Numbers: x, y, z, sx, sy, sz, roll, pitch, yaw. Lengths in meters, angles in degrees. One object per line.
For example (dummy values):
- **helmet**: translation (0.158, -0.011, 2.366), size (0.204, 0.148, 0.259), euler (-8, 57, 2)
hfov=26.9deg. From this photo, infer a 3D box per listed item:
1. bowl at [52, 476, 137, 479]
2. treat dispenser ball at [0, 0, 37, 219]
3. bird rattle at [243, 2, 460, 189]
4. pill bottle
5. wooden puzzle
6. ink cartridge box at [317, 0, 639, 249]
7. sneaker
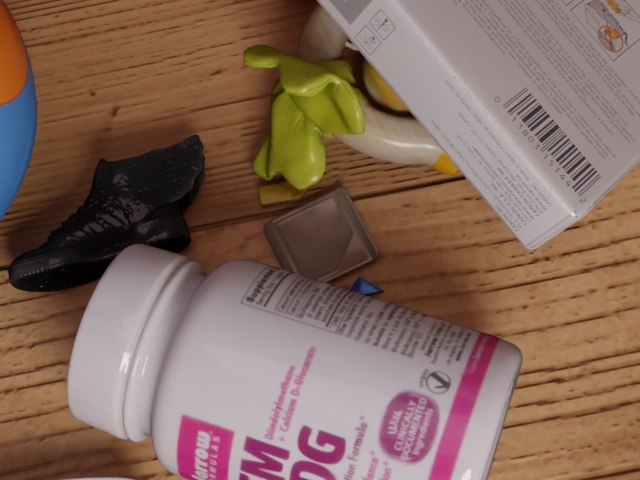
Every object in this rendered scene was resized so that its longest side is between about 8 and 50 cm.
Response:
- **bowl**: translation (-0.177, 0.242, 0.943), size (0.142, 0.053, 0.142), euler (-6, 70, 2)
- **treat dispenser ball**: translation (-0.350, -0.096, 0.960), size (0.288, 0.288, 0.288), euler (-2, 69, 4)
- **bird rattle**: translation (0.043, -0.148, 1.060), size (0.207, 0.143, 0.253), euler (22, 56, -2)
- **pill bottle**: translation (-0.018, 0.106, 0.924), size (0.283, 0.160, 0.160), euler (17, 72, 11)
- **wooden puzzle**: translation (0.000, 0.000, 1.042), size (0.078, 0.014, 0.116), euler (-21, 69, 2)
- **ink cartridge box**: translation (0.148, -0.177, 1.019), size (0.296, 0.066, 0.261), euler (51, 51, 2)
- **sneaker**: translation (-0.165, -0.022, 1.045), size (0.170, 0.051, 0.089), euler (-15, 69, -6)
